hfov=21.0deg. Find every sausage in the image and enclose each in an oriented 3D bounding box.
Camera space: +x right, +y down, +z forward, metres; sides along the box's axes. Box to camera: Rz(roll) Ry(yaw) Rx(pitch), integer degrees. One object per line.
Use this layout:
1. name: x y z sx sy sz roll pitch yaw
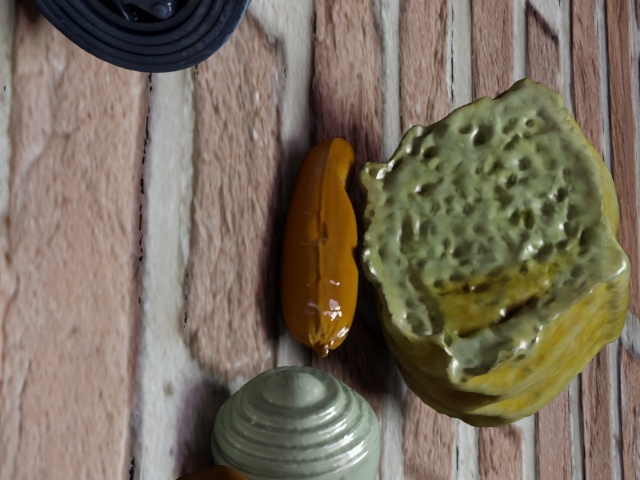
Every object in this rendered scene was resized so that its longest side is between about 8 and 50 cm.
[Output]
1. sausage: 0.000 0.000 1.203 0.062 0.054 0.183 90 2 -60

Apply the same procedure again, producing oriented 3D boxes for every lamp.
1. lamp: -0.010 0.167 1.080 0.106 0.106 0.193 -57 145 -58

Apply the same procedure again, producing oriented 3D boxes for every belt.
1. belt: -0.097 -0.186 0.891 0.082 0.141 0.190 -69 143 -52

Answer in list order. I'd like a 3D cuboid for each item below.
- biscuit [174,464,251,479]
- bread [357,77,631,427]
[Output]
1. biscuit: -0.033 0.350 0.777 0.395 0.166 0.342 -98 171 -54
2. bread: 0.132 0.016 1.305 0.196 0.238 0.252 47 -12 20
